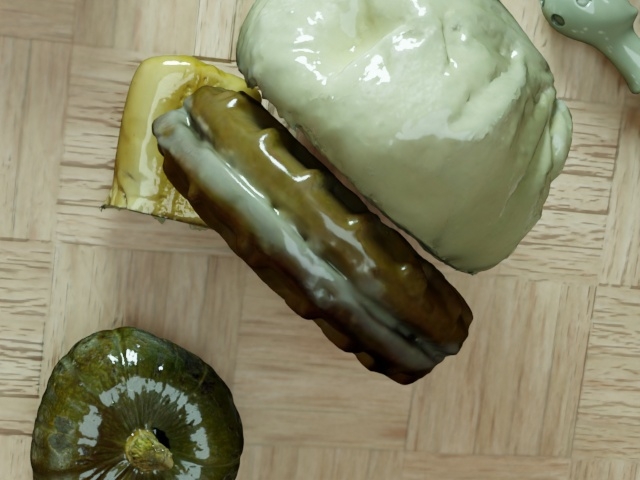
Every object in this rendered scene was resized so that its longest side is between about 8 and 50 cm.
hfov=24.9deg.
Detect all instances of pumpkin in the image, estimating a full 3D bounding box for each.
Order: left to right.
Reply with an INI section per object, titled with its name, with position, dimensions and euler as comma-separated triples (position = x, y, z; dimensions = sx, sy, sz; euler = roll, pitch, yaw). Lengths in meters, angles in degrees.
[pumpkin]
position = -0.179, 0.203, 1.434
dimensions = 0.218, 0.162, 0.219
euler = -2, 97, -17

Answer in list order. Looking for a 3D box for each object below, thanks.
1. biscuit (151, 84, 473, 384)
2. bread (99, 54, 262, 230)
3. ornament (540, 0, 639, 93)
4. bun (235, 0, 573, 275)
[biscuit]
position = 0.013, 0.013, 1.342
dimensions = 0.115, 0.268, 0.366
euler = -47, 132, 4
[bread]
position = -0.135, -0.094, 1.429
dimensions = 0.134, 0.085, 0.173
euler = 14, 97, -17
[ornament]
position = 0.299, -0.227, 1.523
dimensions = 0.156, 0.075, 0.081
euler = 40, 99, -16
[bun]
position = 0.091, -0.138, 1.335
dimensions = 0.359, 0.360, 0.211
euler = 42, 95, -17
